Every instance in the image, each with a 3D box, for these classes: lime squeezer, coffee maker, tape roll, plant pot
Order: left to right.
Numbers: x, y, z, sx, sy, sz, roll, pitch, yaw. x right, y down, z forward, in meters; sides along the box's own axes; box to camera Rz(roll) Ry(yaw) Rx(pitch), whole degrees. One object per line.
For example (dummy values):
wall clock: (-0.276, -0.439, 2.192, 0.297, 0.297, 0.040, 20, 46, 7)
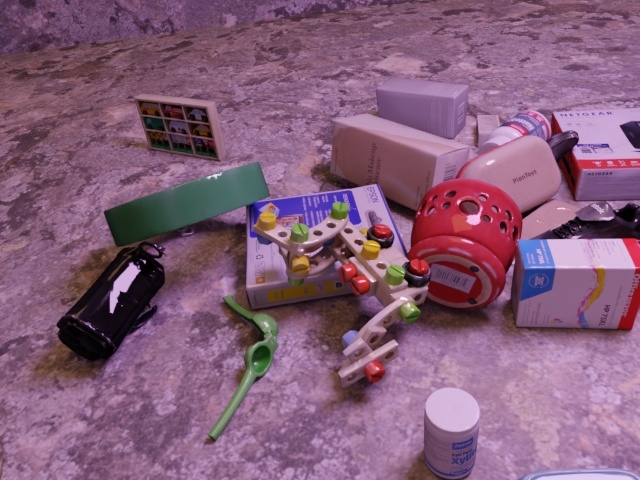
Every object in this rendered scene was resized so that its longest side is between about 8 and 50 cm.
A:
coffee maker: (-0.368, 0.103, 0.968, 0.120, 0.171, 0.178, 23, 45, 2)
tape roll: (-0.265, -0.075, 1.107, 0.321, 0.077, 0.321, -17, 9, 3)
lime squeezer: (-0.125, 0.180, 0.917, 0.110, 0.058, 0.310, -7, 37, 0)
plant pot: (0.247, 0.015, 0.971, 0.191, 0.191, 0.174, 9, 49, 22)

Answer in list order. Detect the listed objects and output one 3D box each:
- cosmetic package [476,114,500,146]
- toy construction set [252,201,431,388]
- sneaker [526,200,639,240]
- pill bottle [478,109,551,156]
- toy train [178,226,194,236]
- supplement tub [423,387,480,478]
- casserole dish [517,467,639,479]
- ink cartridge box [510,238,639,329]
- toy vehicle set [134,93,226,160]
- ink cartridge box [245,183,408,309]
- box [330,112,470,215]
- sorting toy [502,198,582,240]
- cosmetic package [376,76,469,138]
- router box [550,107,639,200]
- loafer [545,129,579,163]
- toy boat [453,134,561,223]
cosmetic package: (0.451, -0.295, 1.474, 0.060, 0.041, 0.115, 3, 37, 13)
toy construction set: (0.046, 0.065, 0.896, 0.215, 0.151, 0.327, -14, 57, -28)
sneaker: (0.469, -0.020, 0.972, 0.235, 0.106, 0.078, -8, 33, -7)
pill bottle: (0.470, -0.237, 1.336, 0.108, 0.107, 0.180, 27, 48, 38)
toy train: (-0.307, -0.078, 1.311, 0.125, 0.046, 0.166, 10, 39, 23)
supplement tub: (0.170, 0.253, 0.717, 0.071, 0.107, 0.071, -5, 36, 4)
casserole dish: (0.321, 0.324, 0.656, 0.189, 0.037, 0.114, -5, 35, 5)
ink cartridge box: (0.440, 0.071, 0.895, 0.231, 0.134, 0.078, -1, 37, 10)
toy vehicle set: (-0.398, -0.323, 1.562, 0.267, 0.165, 0.035, 12, 40, 26)
ink cartridge box: (0.000, 0.000, 1.135, 0.308, 0.072, 0.303, -7, 35, -3)
box: (0.173, -0.185, 1.271, 0.121, 0.147, 0.311, -20, 34, -38)
sorting toy: (0.493, -0.006, 1.081, 0.208, 0.038, 0.193, -26, 40, -31)
cosmetic package: (0.282, -0.376, 1.546, 0.238, 0.127, 0.107, 19, 44, 29)
router box: (0.734, -0.208, 1.268, 0.336, 0.082, 0.301, -1, 36, 9)
loafer: (0.510, -0.178, 1.236, 0.062, 0.170, 0.061, 25, 40, -30)
toy boat: (0.390, -0.127, 1.196, 0.231, 0.150, 0.151, -24, 4, -14)
